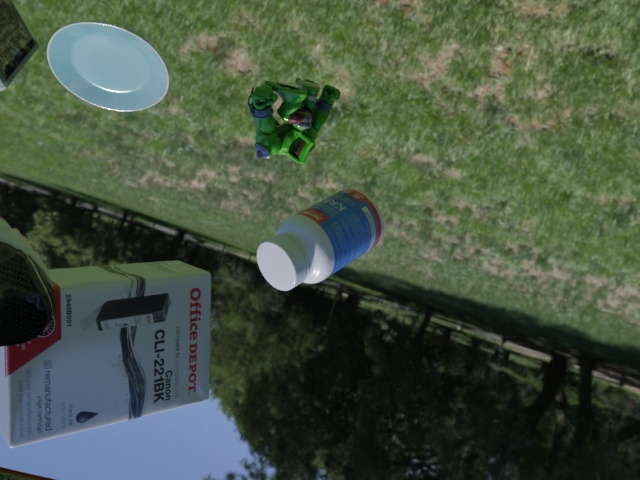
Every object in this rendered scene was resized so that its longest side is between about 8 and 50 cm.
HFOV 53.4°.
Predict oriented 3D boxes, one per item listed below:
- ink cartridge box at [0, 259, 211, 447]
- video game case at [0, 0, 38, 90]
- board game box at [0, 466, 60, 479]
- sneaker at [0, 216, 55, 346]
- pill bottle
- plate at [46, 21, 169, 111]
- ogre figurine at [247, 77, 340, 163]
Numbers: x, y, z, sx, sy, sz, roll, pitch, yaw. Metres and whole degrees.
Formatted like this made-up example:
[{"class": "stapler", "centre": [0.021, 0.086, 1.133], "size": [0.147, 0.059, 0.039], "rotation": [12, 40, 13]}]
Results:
[{"class": "ink cartridge box", "centre": [-0.292, 0.139, 0.864], "size": [0.273, 0.196, 0.114], "rotation": [-4, -169, -39]}, {"class": "video game case", "centre": [-0.390, -0.274, 0.717], "size": [0.190, 0.022, 0.173], "rotation": [-112, -1, -58]}, {"class": "board game box", "centre": [-0.123, 0.352, 0.286], "size": [0.357, 0.356, 0.356], "rotation": [19, 171, -13]}, {"class": "sneaker", "centre": [-0.173, 0.022, 0.251], "size": [0.077, 0.072, 0.178], "rotation": [55, -176, 27]}, {"class": "pill bottle", "centre": [0.000, 0.000, 1.109], "size": [0.124, 0.124, 0.222], "rotation": [13, -149, 40]}, {"class": "plate", "centre": [-0.334, -0.278, 1.012], "size": [0.188, 0.024, 0.188], "rotation": [2, 148, 1]}, {"class": "ogre figurine", "centre": [-0.046, -0.190, 1.007], "size": [0.097, 0.118, 0.197], "rotation": [21, -156, 9]}]
